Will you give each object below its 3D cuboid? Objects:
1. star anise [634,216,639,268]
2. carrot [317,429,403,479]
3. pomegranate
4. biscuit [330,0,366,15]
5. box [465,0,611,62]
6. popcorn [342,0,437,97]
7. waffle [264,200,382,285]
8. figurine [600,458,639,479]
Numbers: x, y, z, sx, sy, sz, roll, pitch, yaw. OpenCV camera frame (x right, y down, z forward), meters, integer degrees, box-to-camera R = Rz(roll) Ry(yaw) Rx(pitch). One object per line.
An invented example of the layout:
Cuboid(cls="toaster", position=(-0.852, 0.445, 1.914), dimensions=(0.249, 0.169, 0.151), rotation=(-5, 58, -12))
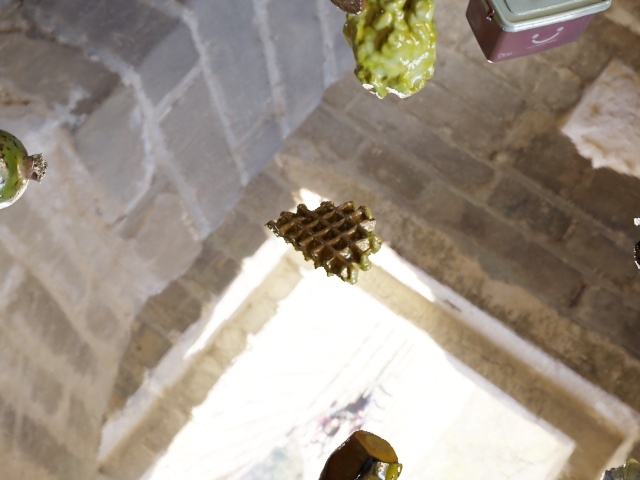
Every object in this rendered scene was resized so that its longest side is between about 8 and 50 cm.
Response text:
Cuboid(cls="star anise", position=(0.684, -0.025, 1.638), dimensions=(0.126, 0.190, 0.220), rotation=(42, 151, 44))
Cuboid(cls="carrot", position=(0.024, 0.288, 0.904), dimensions=(0.082, 0.173, 0.082), rotation=(27, -166, -7))
Cuboid(cls="pomegranate", position=(-0.470, -0.106, 1.204), dimensions=(0.130, 0.130, 0.130), rotation=(36, 162, 13))
Cuboid(cls="biscuit", position=(0.023, -0.503, 1.571), dimensions=(0.188, 0.027, 0.188), rotation=(47, 171, 9))
Cuboid(cls="box", position=(0.479, -0.533, 1.903), dimensions=(0.167, 0.294, 0.193), rotation=(107, 146, -68))
Cuboid(cls="popcorn", position=(0.163, -0.469, 1.893), dimensions=(0.242, 0.235, 0.250), rotation=(46, 145, 36))
Cuboid(cls="waffle", position=(0.000, 0.000, 1.235), dimensions=(0.192, 0.160, 0.046), rotation=(3, 133, 25))
Cuboid(cls="figurine", position=(0.442, 0.385, 1.106), dimensions=(0.128, 0.208, 0.184), rotation=(12, -166, -43))
